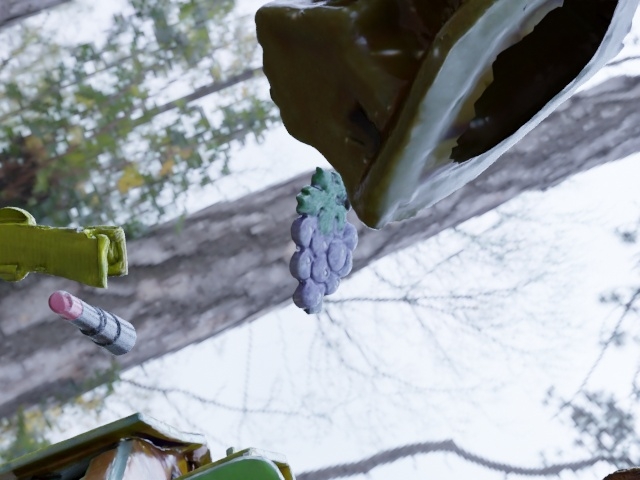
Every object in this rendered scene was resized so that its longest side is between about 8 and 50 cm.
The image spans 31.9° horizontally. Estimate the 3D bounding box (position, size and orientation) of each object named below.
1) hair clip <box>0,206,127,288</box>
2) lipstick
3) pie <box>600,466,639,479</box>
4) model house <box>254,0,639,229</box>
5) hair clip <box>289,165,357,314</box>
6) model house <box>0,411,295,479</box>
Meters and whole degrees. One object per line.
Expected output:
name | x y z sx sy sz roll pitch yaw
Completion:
hair clip | -0.254 0.004 0.987 0.173 0.046 0.072 3 -76 21
lipstick | -0.319 0.108 1.550 0.053 0.053 0.234 49 -4 21
pie | 0.354 0.305 1.276 0.092 0.034 0.170 43 -47 12
model house | 0.065 -0.178 0.740 0.239 0.268 0.173 51 -1 27
hair clip | -0.002 0.000 1.475 0.052 0.124 0.195 10 -81 36
model house | -0.160 0.182 0.855 0.323 0.300 0.340 -96 162 -75
